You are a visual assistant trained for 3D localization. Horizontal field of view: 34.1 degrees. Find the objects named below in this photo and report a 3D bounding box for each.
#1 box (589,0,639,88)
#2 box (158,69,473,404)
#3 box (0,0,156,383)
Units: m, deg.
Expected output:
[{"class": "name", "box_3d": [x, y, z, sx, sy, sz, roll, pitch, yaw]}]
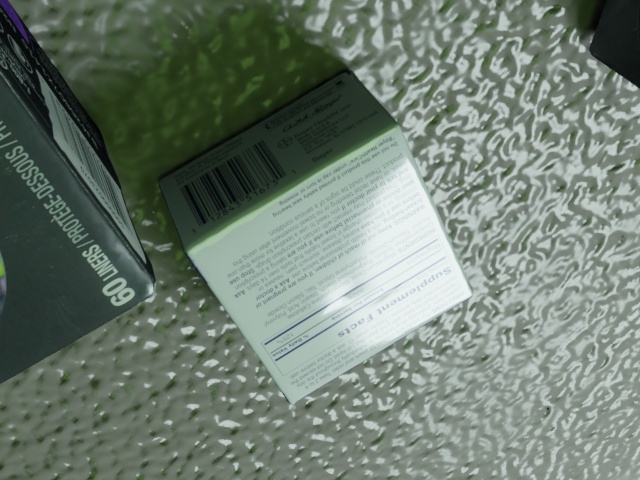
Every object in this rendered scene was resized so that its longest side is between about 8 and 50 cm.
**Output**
[{"class": "box", "box_3d": [0.268, -0.171, 0.519, 0.142, 0.163, 0.247, -2, 124, -25]}, {"class": "box", "box_3d": [0.000, 0.000, 0.581, 0.126, 0.072, 0.137, -30, 129, -2]}, {"class": "box", "box_3d": [-0.232, -0.002, 0.429, 0.270, 0.143, 0.165, -31, 130, -1]}]
